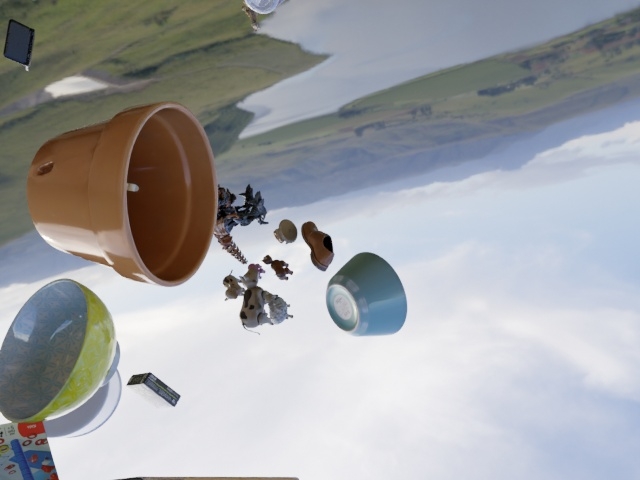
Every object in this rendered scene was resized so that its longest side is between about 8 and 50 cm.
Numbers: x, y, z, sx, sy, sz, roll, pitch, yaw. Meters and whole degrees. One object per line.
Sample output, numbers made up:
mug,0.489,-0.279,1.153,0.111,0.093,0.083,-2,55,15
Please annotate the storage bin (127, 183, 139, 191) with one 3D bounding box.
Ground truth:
storage bin,-0.526,-0.143,1.586,0.123,0.261,0.262,20,-166,25

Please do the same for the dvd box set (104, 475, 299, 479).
dvd box set,-0.288,0.532,1.046,0.307,0.062,0.420,-22,148,29

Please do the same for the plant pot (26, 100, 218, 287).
plant pot,-0.321,-0.077,0.828,0.203,0.291,0.291,3,-164,14

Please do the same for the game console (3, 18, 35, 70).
game console,-0.956,-0.619,1.607,0.071,0.122,0.107,10,178,-29

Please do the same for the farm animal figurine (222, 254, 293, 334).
farm animal figurine,-0.275,0.206,2.011,0.330,0.327,0.172,-27,146,34

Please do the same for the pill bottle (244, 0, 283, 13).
pill bottle,-0.112,-0.588,1.164,0.087,0.087,0.160,-10,-145,28

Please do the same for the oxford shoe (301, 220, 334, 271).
oxford shoe,0.000,0.000,1.502,0.076,0.076,0.212,-51,-144,21

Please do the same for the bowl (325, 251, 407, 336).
bowl,0.134,0.209,1.755,0.163,0.312,0.311,-18,-170,-37

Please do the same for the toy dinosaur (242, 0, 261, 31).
toy dinosaur,-0.182,-0.657,1.385,0.064,0.112,0.212,-10,-124,31

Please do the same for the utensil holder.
utensil holder,-0.878,0.524,1.765,0.327,0.328,0.385,-21,170,-23

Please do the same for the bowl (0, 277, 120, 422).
bowl,-0.522,0.240,1.064,0.289,0.290,0.156,-10,152,30

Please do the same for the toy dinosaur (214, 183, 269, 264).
toy dinosaur,-0.291,-0.081,1.583,0.218,0.322,0.164,-24,-135,-15

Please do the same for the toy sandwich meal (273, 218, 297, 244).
toy sandwich meal,-0.106,-0.025,1.559,0.029,0.086,0.085,-21,-175,42

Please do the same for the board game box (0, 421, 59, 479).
board game box,-0.645,0.510,0.932,0.086,0.302,0.308,-44,154,22

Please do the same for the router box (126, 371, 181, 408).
router box,-0.461,0.415,1.396,0.092,0.122,0.038,-19,-146,38
